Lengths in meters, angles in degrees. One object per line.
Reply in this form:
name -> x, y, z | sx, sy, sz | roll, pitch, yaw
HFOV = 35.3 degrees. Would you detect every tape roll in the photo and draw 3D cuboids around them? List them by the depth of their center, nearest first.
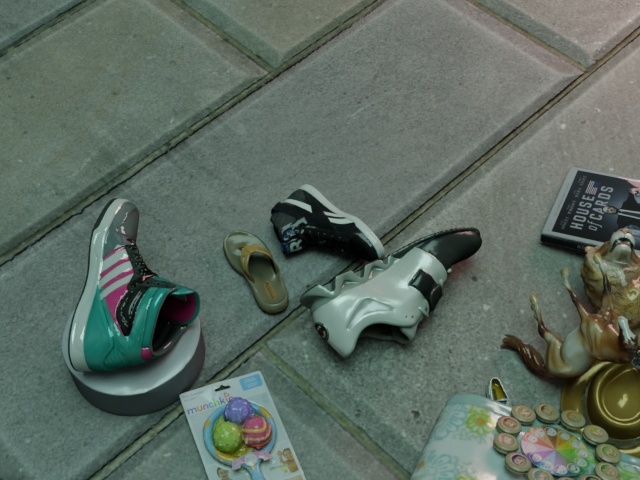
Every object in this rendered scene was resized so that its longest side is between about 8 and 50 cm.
tape roll -> -0.298, 0.167, 1.612 | 0.219, 0.072, 0.219 | -1, 54, 1

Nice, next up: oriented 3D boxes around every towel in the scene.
towel -> 0.303, 0.378, 1.368 | 0.374, 0.090, 0.320 | 18, 34, 15

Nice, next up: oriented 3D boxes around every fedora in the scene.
fedora -> 0.460, 0.240, 1.525 | 0.194, 0.079, 0.194 | -3, 58, 6

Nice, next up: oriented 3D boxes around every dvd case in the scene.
dvd case -> 0.524, -0.040, 1.744 | 0.238, 0.030, 0.179 | 15, 52, 23

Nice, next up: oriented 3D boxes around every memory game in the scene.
memory game -> 0.333, 0.291, 1.415 | 0.186, 0.012, 0.186 | 7, 32, -4

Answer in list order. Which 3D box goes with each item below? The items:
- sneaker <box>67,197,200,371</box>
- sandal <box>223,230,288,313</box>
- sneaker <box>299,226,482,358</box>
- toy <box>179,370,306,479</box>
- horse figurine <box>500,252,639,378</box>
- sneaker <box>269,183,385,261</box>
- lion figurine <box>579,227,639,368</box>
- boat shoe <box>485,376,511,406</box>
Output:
sneaker -> -0.272, 0.066, 1.561 | 0.178, 0.124, 0.296 | 2, 61, 8
sandal -> -0.107, 0.044, 1.711 | 0.072, 0.049, 0.180 | -23, 56, -15
sneaker -> 0.141, 0.090, 1.646 | 0.330, 0.122, 0.146 | -25, 75, -17
toy -> -0.113, 0.300, 1.516 | 0.136, 0.056, 0.237 | -14, 56, -18
horse figurine -> 0.384, 0.142, 1.533 | 0.066, 0.263, 0.175 | -2, 62, -30
sneaker -> 0.000, 0.000, 1.732 | 0.121, 0.079, 0.217 | -39, 53, -20
lion figurine -> 0.583, 0.138, 1.553 | 0.392, 0.142, 0.240 | 29, 21, -2
boat shoe -> 0.279, 0.257, 1.554 | 0.035, 0.035, 0.100 | -6, 53, -3
